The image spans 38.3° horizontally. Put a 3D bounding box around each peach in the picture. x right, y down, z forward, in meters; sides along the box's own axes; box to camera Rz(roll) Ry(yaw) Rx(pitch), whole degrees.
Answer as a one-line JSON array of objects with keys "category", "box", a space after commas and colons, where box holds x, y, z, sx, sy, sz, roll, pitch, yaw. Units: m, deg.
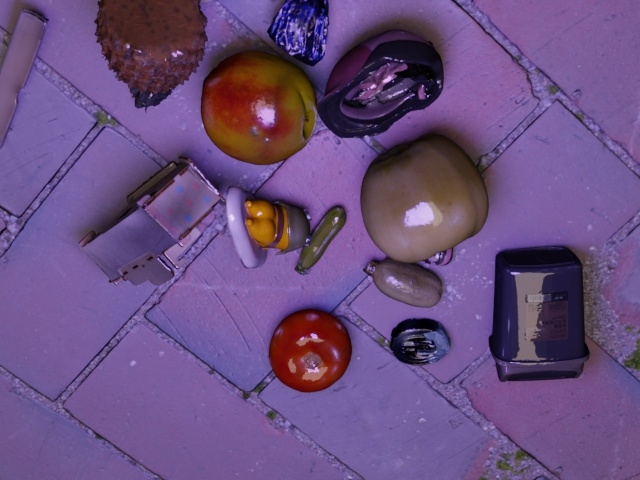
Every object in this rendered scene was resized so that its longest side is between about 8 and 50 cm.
[{"category": "peach", "box": [-0.123, -0.261, 1.820, 0.231, 0.231, 0.231, 0, 113, 1]}]

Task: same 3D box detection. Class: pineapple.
[{"category": "pineapple", "box": [-0.317, -0.343, 1.737, 0.202, 0.362, 0.202, 3, 72, -9]}]

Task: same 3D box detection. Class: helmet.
[{"category": "helmet", "box": [0.116, -0.325, 1.824, 0.253, 0.154, 0.198, -14, 150, 16]}]

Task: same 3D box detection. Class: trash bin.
[{"category": "trash bin", "box": [0.474, 0.170, 2.012, 0.209, 0.182, 0.290, -3, 107, 3]}]

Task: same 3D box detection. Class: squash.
[{"category": "squash", "box": [0.000, 0.000, 2.016, 0.052, 0.052, 0.183, 28, 112, -10]}]

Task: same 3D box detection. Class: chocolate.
[{"category": "chocolate", "box": [0.009, -0.516, 1.767, 0.148, 0.126, 0.343, 38, 110, 29]}]

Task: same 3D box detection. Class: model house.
[{"category": "model house", "box": [-0.322, -0.046, 1.928, 0.169, 0.244, 0.326, 47, 140, -15]}]

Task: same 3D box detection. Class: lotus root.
[{"category": "lotus root", "box": [0.183, 0.089, 2.028, 0.183, 0.090, 0.077, 23, 139, -6]}]

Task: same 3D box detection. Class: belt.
[{"category": "belt", "box": [0.227, 0.233, 2.104, 0.140, 0.058, 0.105, -3, 116, 2]}]

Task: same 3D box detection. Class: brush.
[{"category": "brush", "box": [-0.633, -0.332, 1.896, 0.060, 0.050, 0.321, 25, 119, -12]}]

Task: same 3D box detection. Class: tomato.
[{"category": "tomato", "box": [-0.023, 0.245, 2.073, 0.195, 0.136, 0.195, 0, 111, -1]}]

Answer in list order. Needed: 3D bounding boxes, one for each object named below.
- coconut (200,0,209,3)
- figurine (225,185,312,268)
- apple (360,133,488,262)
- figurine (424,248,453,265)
[{"category": "coconut", "box": [-0.233, -0.550, 1.715, 0.202, 0.202, 0.222, -42, 145, 17]}, {"category": "figurine", "box": [-0.098, -0.032, 1.915, 0.141, 0.250, 0.167, -5, 73, 10]}, {"category": "apple", "box": [0.209, -0.083, 1.868, 0.262, 0.262, 0.262, 0, 113, 1]}, {"category": "figurine", "box": [0.230, 0.018, 2.020, 0.129, 0.072, 0.054, 5, 157, 6]}]
